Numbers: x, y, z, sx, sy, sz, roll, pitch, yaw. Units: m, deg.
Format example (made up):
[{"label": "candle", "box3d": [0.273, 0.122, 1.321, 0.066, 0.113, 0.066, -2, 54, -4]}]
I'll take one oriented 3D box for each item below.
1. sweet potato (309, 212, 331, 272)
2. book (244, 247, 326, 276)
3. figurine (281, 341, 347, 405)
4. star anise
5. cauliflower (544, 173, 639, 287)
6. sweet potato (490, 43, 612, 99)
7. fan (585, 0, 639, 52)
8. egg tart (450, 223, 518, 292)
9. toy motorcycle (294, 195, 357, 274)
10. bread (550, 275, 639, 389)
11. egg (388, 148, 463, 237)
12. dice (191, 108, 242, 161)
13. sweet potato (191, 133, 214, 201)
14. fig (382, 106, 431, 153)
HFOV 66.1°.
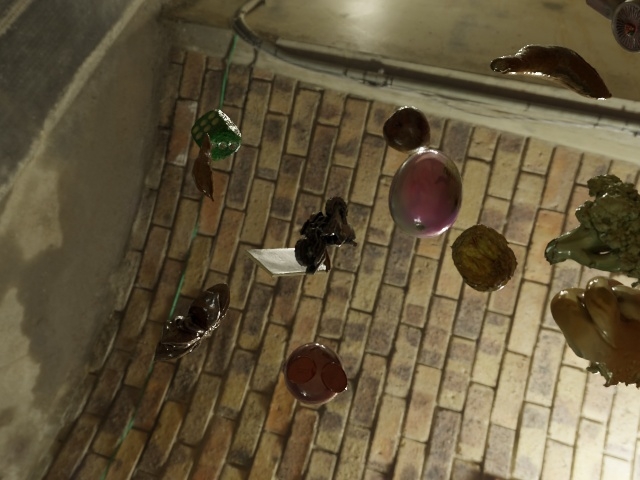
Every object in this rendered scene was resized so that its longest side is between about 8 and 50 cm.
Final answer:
[{"label": "sweet potato", "box3d": [0.000, 0.000, 1.587, 0.050, 0.050, 0.214, 83, -6, -64]}, {"label": "book", "box3d": [-0.139, 0.089, 2.088, 0.310, 0.217, 0.021, -1, 116, -42]}, {"label": "figurine", "box3d": [-0.019, 0.361, 1.334, 0.173, 0.173, 0.173, 14, 90, -80]}, {"label": "star anise", "box3d": [-0.390, 0.256, 1.520, 0.315, 0.108, 0.315, -44, 167, -12]}, {"label": "cauliflower", "box3d": [0.766, -0.019, 1.299, 0.260, 0.281, 0.327, 68, 6, -56]}, {"label": "sweet potato", "box3d": [0.517, -0.393, 1.111, 0.079, 0.346, 0.108, 117, -30, -46]}, {"label": "fan", "box3d": [0.768, -0.578, 1.254, 0.244, 0.074, 0.130, 62, 0, 35]}, {"label": "egg tart", "box3d": [0.575, 0.061, 1.719, 0.098, 0.252, 0.232, -7, 122, -41]}, {"label": "toy motorcycle", "box3d": [0.021, -0.004, 1.435, 0.159, 0.106, 0.270, 58, 49, -30]}, {"label": "bread", "box3d": [0.921, 0.273, 1.518, 0.245, 0.424, 0.329, -43, -146, 46]}, {"label": "egg", "box3d": [0.273, -0.130, 1.287, 0.196, 0.196, 0.271, 90, 2, -54]}, {"label": "dice", "box3d": [-0.352, -0.357, 1.667, 0.120, 0.128, 0.131, 43, 14, -51]}, {"label": "sweet potato", "box3d": [-0.339, -0.216, 1.415, 0.068, 0.068, 0.226, 78, 3, -68]}, {"label": "fig", "box3d": [0.359, -0.382, 1.873, 0.274, 0.170, 0.145, 35, 24, -40]}]
